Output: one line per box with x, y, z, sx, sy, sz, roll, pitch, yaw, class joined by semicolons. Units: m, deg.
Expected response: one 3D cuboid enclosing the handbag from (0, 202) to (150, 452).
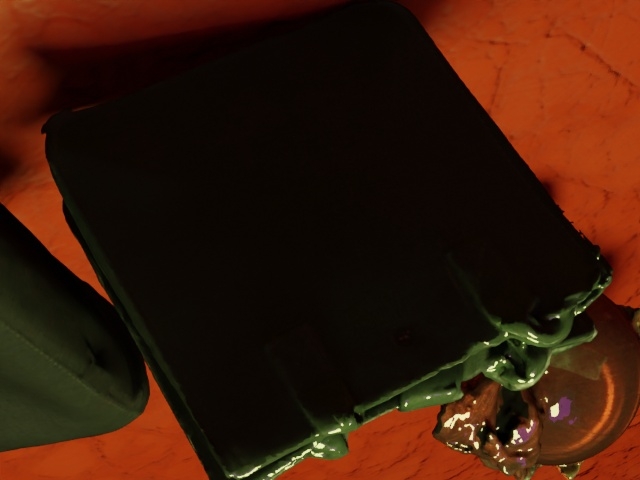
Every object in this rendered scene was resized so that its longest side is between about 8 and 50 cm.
-0.253;0.001;0.890;0.275;0.177;0.302;-14;148;19;handbag

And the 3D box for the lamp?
0.180;0.090;1.256;0.151;0.215;0.223;9;-177;11;lamp

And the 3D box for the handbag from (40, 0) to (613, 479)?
0.000;-0.002;0.912;0.248;0.260;0.079;-24;150;-18;handbag
